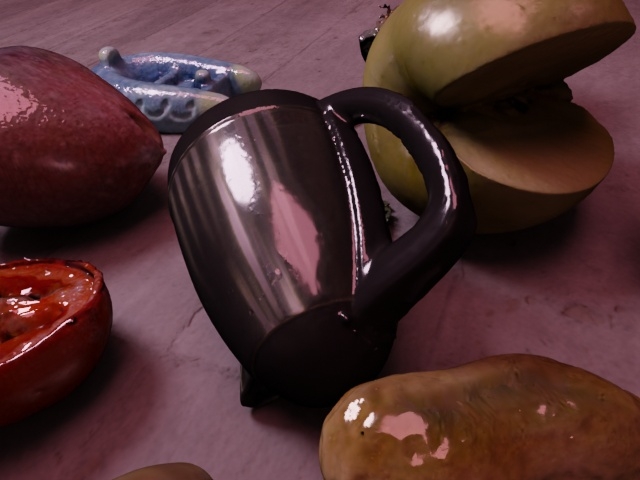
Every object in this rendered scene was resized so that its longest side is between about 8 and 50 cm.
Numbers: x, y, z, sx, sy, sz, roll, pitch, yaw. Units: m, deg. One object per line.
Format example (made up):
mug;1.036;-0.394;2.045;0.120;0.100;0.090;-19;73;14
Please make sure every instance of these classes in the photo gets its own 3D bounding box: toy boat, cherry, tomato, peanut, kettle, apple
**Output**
toy boat;-0.286;-0.299;0.965;0.330;0.123;0.215;10;42;19
cherry;-0.358;-0.130;0.683;0.308;0.221;0.261;9;41;-7
tomato;-0.301;0.102;0.479;0.228;0.101;0.228;-5;30;3
peanut;0.117;0.142;0.354;0.237;0.110;0.120;-2;26;-7
kettle;-0.003;0.012;0.463;0.251;0.207;0.271;-22;48;1
apple;0.192;-0.154;0.573;0.254;0.292;0.292;-22;39;-32

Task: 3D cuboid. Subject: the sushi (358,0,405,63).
sushi;0.195;-0.272;0.793;0.225;0.218;0.238;-35;36;1

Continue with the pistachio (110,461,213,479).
pistachio;-0.121;0.237;0.224;0.182;0.162;0.293;-7;38;29

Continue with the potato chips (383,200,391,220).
potato chips;0.018;-0.044;0.669;0.142;0.026;0.209;-10;38;-8
